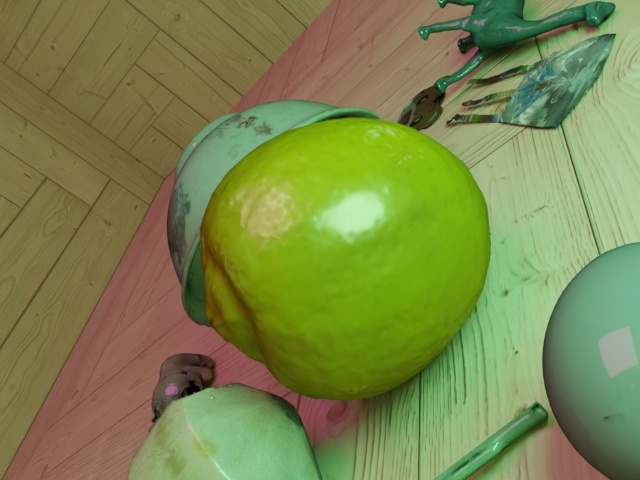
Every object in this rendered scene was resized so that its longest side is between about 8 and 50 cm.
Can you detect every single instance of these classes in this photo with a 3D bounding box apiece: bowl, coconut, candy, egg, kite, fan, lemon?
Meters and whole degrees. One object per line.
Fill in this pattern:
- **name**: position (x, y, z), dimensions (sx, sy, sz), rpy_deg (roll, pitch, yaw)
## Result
- **bowl**: position (-0.107, -0.081, 1.039), dimensions (0.435, 0.196, 0.434), rpy_deg (-39, -24, -21)
- **coconut**: position (-0.106, 0.279, 0.773), dimensions (0.241, 0.241, 0.241), rpy_deg (-43, 23, 24)
- **candy**: position (0.043, 0.297, 0.626), dimensions (0.440, 0.119, 0.119), rpy_deg (-42, 23, 8)
- **egg**: position (0.239, 0.083, 0.461), dimensions (0.146, 0.146, 0.198), rpy_deg (-28, 24, 47)
- **kite**: position (0.315, -0.240, 0.995), dimensions (0.169, 0.015, 0.310), rpy_deg (-55, 24, -6)
- **fan**: position (0.172, -0.244, 1.298), dimensions (0.227, 0.008, 0.152), rpy_deg (-27, 34, 47)
- **lemon**: position (0.029, 0.017, 0.753), dimensions (0.348, 0.348, 0.348), rpy_deg (-43, 23, 24)

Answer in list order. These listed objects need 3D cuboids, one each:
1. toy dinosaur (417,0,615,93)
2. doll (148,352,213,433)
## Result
- **toy dinosaur**: position (0.353, -0.420, 1.117), dimensions (0.331, 0.129, 0.383), rpy_deg (-16, 39, 40)
- **doll**: position (-0.276, 0.294, 1.261), dimensions (0.149, 0.095, 0.192), rpy_deg (-46, 20, 12)
